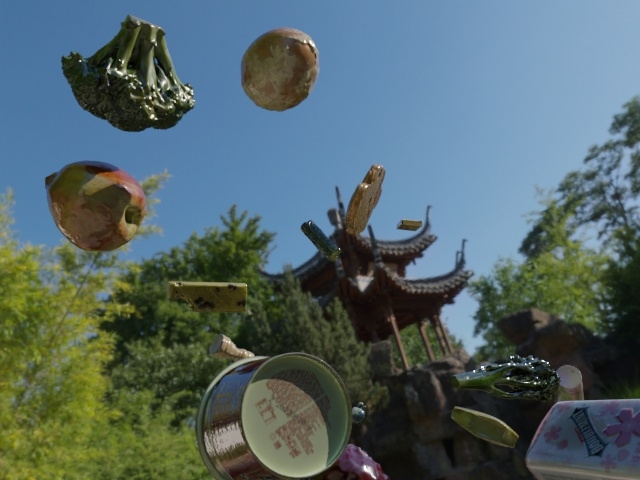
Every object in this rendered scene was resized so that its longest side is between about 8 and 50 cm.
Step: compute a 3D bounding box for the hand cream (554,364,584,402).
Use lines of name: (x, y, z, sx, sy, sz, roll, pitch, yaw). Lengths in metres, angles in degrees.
hand cream: (0.741, 0.465, 1.638, 0.070, 0.111, 0.312, -49, -41, -15)

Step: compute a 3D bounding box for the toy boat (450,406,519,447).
toy boat: (0.422, 0.480, 1.410, 0.172, 0.065, 0.066, 21, -10, 17)

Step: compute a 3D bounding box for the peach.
peach: (-0.589, -0.098, 1.409, 0.256, 0.233, 0.232, 22, -25, 4)

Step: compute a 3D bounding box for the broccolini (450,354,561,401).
broccolini: (0.291, 0.210, 0.842, 0.202, 0.091, 0.068, 9, -49, -36)

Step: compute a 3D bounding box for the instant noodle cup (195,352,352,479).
instant noodle cup: (-0.065, 0.285, 0.873, 0.234, 0.235, 0.178, -3, -20, -28)

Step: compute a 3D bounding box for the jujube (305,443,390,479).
jujube: (0.053, 0.614, 1.287, 0.258, 0.259, 0.377, -14, -23, -5)

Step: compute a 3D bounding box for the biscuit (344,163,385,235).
biscuit: (0.160, -0.149, 1.958, 0.270, 0.051, 0.376, -70, -14, 15)

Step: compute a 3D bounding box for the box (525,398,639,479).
box: (0.577, 0.391, 1.030, 0.190, 0.112, 0.369, -47, 4, -29)

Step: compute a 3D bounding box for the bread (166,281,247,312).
bread: (-0.322, 0.162, 1.560, 0.225, 0.088, 0.049, 2, 4, -20)

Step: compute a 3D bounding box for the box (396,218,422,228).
box: (0.308, -0.052, 1.905, 0.073, 0.020, 0.149, 5, -6, 2)

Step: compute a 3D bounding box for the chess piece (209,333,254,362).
chess piece: (-0.245, 0.317, 1.538, 0.122, 0.066, 0.066, 35, -50, -27)

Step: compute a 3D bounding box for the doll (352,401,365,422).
doll: (0.139, 0.651, 2.064, 0.076, 0.051, 0.083, -23, 9, 3)

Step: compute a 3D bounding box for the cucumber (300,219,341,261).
cucumber: (-0.001, 0.001, 1.848, 0.058, 0.187, 0.058, -24, -42, -23)

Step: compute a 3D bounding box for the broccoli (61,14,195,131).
broccoli: (-0.484, -0.420, 1.397, 0.321, 0.303, 0.284, -12, -54, -59)

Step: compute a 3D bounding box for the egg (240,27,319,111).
egg: (-0.099, -0.426, 1.364, 0.194, 0.195, 0.233, 3, -30, -37)
